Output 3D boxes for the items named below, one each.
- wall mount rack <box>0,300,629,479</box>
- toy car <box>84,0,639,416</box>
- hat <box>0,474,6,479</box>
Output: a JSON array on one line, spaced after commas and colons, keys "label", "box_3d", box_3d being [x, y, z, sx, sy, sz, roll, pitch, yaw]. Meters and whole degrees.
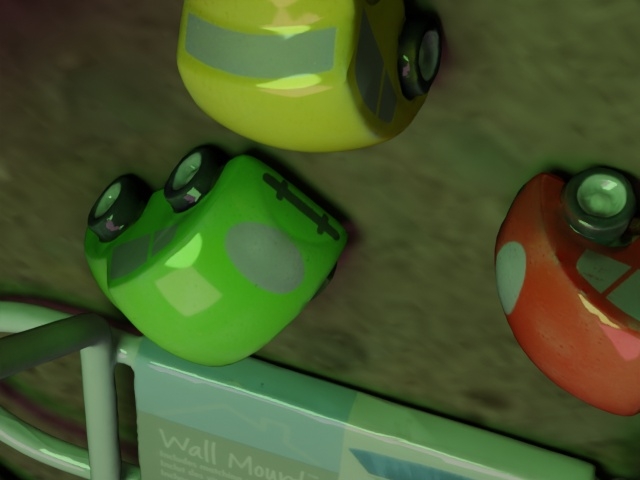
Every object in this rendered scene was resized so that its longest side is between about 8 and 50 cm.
[{"label": "wall mount rack", "box_3d": [-0.002, 0.107, 0.681, 0.350, 0.130, 0.304, 16, 146, 8]}, {"label": "toy car", "box_3d": [0.000, 0.000, 0.584, 0.239, 0.053, 0.225, 38, 145, -26]}, {"label": "hat", "box_3d": [-0.260, 0.192, 0.973, 0.331, 0.134, 0.331, 16, 148, 10]}]
